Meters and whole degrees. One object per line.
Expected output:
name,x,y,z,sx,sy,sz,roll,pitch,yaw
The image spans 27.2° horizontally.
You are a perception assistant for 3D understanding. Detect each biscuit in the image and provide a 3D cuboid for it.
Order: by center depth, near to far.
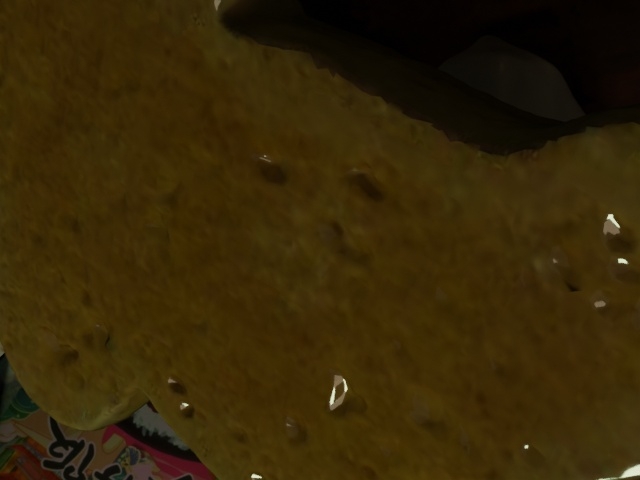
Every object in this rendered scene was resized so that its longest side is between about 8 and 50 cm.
biscuit,0.000,0.000,0.583,0.394,0.076,0.368,34,128,26

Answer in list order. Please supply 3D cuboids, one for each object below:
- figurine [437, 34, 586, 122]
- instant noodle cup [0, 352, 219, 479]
figurine,0.078,0.017,0.698,0.200,0.133,0.276,3,149,-1
instant noodle cup,-0.119,0.184,0.915,0.258,0.302,0.181,-30,159,-10
